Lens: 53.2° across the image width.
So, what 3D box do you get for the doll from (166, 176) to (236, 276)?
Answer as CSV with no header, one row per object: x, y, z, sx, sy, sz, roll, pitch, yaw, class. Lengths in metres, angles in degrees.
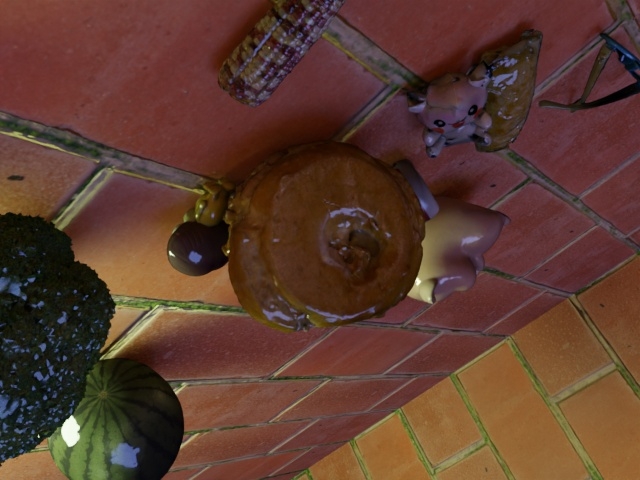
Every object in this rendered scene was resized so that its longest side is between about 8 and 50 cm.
-0.190,-0.021,1.088,0.188,0.096,0.145,-61,160,9,doll

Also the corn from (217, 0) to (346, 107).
-0.038,-0.266,0.809,0.237,0.079,0.079,-43,149,21,corn

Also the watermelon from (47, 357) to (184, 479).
-0.437,0.410,1.389,0.279,0.279,0.359,-21,148,-12,watermelon

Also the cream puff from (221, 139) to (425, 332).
0.000,0.000,1.061,0.343,0.327,0.231,-46,-165,-12,cream puff

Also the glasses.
0.540,-0.318,1.251,0.207,0.102,0.239,-11,166,35,glasses

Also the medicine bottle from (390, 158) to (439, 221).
0.097,-0.044,1.245,0.250,0.131,0.131,-33,152,10,medicine bottle

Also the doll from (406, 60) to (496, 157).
0.229,-0.221,1.093,0.149,0.095,0.192,-13,155,11,doll

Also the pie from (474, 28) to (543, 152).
0.335,-0.260,1.158,0.128,0.068,0.282,-24,149,-3,pie

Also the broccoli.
-0.466,0.136,0.879,0.321,0.310,0.413,-21,126,19,broccoli

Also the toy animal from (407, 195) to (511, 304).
0.277,0.020,1.419,0.213,0.195,0.256,26,86,-38,toy animal
